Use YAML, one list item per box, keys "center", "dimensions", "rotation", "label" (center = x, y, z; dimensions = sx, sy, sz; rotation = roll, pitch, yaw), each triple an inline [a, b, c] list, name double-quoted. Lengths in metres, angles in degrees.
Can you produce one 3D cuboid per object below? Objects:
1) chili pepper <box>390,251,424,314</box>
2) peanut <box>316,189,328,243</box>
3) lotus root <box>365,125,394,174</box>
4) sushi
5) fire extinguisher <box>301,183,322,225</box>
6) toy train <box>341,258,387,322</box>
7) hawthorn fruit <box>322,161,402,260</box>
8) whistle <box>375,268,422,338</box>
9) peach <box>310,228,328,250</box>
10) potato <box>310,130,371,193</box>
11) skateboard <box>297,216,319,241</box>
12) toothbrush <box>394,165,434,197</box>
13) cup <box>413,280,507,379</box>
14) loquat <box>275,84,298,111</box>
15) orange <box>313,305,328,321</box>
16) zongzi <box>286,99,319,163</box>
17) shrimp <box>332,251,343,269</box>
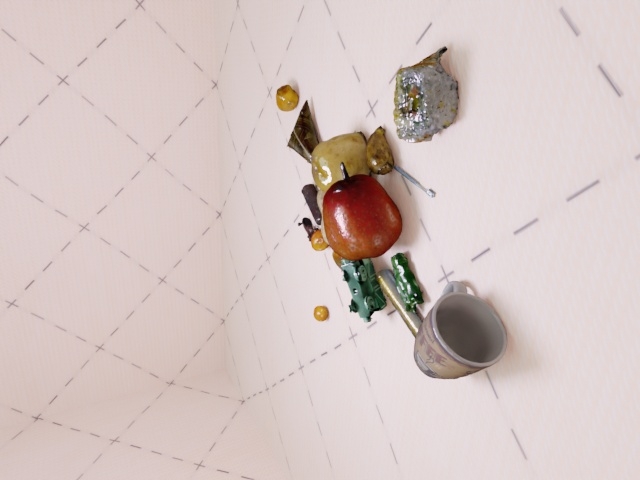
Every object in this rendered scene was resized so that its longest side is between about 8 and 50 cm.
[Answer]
- center: [0.311, 0.153, 1.625]
  dimensions: [0.098, 0.061, 0.224]
  rotation: [-44, 60, 51]
  label: "chili pepper"
- center: [0.051, -0.108, 1.979]
  dimensions: [0.136, 0.120, 0.298]
  rotation: [-21, 77, 57]
  label: "peanut"
- center: [0.212, -0.328, 1.648]
  dimensions: [0.094, 0.108, 0.190]
  rotation: [-19, 66, 26]
  label: "lotus root"
- center: [0.312, -0.438, 1.375]
  dimensions: [0.184, 0.139, 0.274]
  rotation: [22, 123, 56]
  label: "sushi"
- center: [-0.019, -0.152, 2.129]
  dimensions: [0.072, 0.089, 0.267]
  rotation: [-31, 62, 13]
  label: "fire extinguisher"
- center: [0.165, 0.180, 1.759]
  dimensions: [0.115, 0.154, 0.269]
  rotation: [-20, 91, 33]
  label: "toy train"
- center: [0.135, -0.110, 1.619]
  dimensions: [0.285, 0.285, 0.369]
  rotation: [20, 132, 59]
  label: "hawthorn fruit"
- center: [0.305, 0.243, 1.663]
  dimensions: [0.326, 0.057, 0.068]
  rotation: [60, 145, 35]
  label: "whistle"
- center: [-0.002, 0.000, 2.122]
  dimensions: [0.101, 0.101, 0.100]
  rotation: [25, 119, 58]
  label: "peach"
- center: [0.073, -0.287, 1.783]
  dimensions: [0.242, 0.242, 0.285]
  rotation: [34, 127, 55]
  label: "potato"
- center: [-0.045, -0.058, 2.243]
  dimensions: [0.151, 0.067, 0.080]
  rotation: [57, 134, 29]
  label: "skateboard"
- center: [0.321, -0.207, 1.554]
  dimensions: [0.219, 0.016, 0.019]
  rotation: [50, 137, 45]
  label: "toothbrush"
- center: [0.391, 0.278, 1.382]
  dimensions: [0.257, 0.227, 0.301]
  rotation: [117, 165, -53]
  label: "cup"
- center: [-0.168, -0.710, 2.242]
  dimensions: [0.137, 0.113, 0.137]
  rotation: [164, 90, -86]
  label: "loquat"
- center: [0.001, 0.365, 2.250]
  dimensions: [0.083, 0.070, 0.083]
  rotation: [176, 90, -65]
  label: "orange"
- center: [-0.044, -0.490, 2.073]
  dimensions: [0.247, 0.111, 0.241]
  rotation: [47, 130, 40]
  label: "zongzi"
- center: [0.137, 0.113, 1.924]
  dimensions: [0.249, 0.068, 0.150]
  rotation: [23, 148, 52]
  label: "shrimp"
